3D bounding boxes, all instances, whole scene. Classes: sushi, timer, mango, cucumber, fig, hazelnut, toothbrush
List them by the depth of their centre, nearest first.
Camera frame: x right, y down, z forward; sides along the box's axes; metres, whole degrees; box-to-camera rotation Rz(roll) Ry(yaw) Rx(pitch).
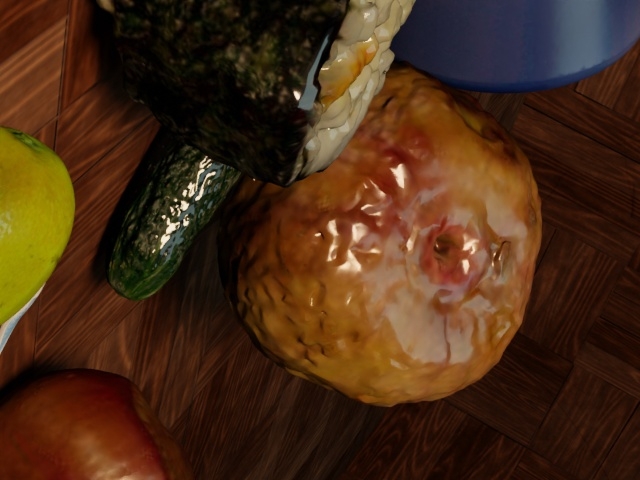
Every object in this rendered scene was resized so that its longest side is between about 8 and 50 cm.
[{"bbox_3d":[-0.201,0.005,0.754,0.163,0.089,0.117,-51,164,-36],"label":"mango"},{"bbox_3d":[-0.016,-0.204,0.845,0.211,0.171,0.350,-47,162,-53],"label":"sushi"},{"bbox_3d":[-0.220,0.065,0.985,0.162,0.017,0.014,-63,162,11],"label":"toothbrush"},{"bbox_3d":[-0.184,0.201,1.062,0.178,0.178,0.204,-53,165,-33],"label":"hazelnut"},{"bbox_3d":[-0.096,-0.062,1.078,0.241,0.074,0.074,-57,168,-4],"label":"cucumber"},{"bbox_3d":[0.153,-0.343,1.131,0.270,0.270,0.383,-52,151,-37],"label":"timer"},{"bbox_3d":[0.000,0.000,1.214,0.286,0.369,0.286,1,88,-40],"label":"fig"}]
